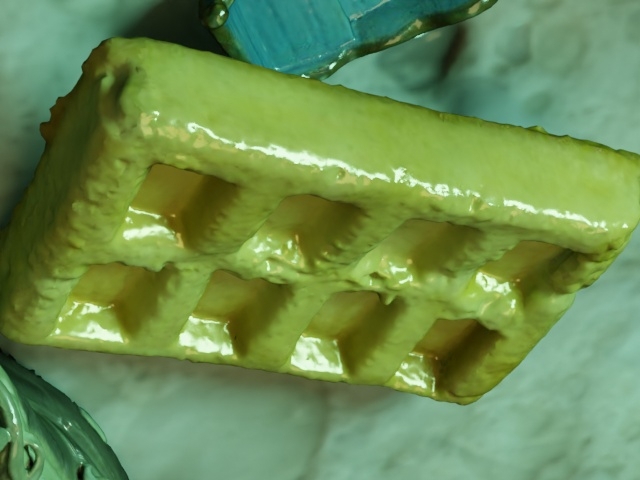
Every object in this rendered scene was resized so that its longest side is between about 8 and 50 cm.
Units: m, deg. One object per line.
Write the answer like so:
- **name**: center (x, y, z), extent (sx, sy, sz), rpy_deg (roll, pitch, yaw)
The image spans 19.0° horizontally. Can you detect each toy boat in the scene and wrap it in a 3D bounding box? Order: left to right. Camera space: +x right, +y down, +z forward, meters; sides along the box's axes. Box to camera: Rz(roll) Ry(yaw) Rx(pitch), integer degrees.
- **toy boat**: center (0.039, -0.119, 0.817), extent (0.185, 0.077, 0.075), rpy_deg (-27, 125, -2)

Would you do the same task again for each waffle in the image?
- **waffle**: center (0.000, 0.000, 0.851), extent (0.274, 0.057, 0.168), rpy_deg (11, 143, -25)

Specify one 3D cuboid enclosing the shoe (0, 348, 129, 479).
- **shoe**: center (-0.160, 0.111, 0.846), extent (0.109, 0.149, 0.293), rpy_deg (-33, 124, 0)
